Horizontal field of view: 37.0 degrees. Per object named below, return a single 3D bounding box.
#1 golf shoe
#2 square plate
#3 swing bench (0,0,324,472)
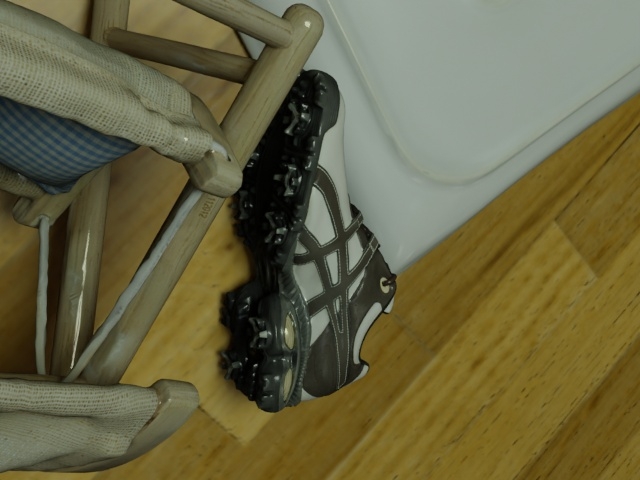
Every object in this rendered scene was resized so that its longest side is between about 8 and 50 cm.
[{"bbox_3d":[0.000,0.000,0.546,0.094,0.077,0.198,-2,113,-28],"label":"golf shoe"},{"bbox_3d":[0.099,-0.199,0.554,0.344,0.049,0.347,-35,114,-13],"label":"square plate"},{"bbox_3d":[-0.167,-0.017,0.367,0.253,0.165,0.255,14,95,-50],"label":"swing bench"}]
